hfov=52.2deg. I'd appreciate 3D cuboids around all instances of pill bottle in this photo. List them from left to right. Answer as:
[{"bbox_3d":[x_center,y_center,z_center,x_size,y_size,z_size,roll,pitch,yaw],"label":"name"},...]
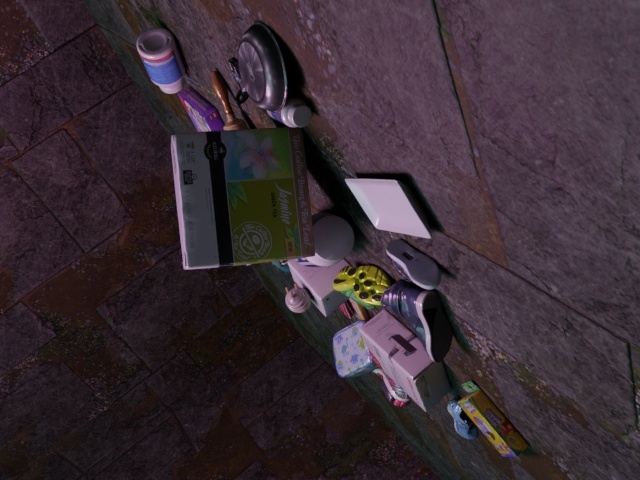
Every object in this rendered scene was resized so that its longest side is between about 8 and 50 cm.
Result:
[{"bbox_3d":[-0.521,-0.588,2.169,0.124,0.124,0.221,48,166,19],"label":"pill bottle"},{"bbox_3d":[-0.070,-0.297,1.492,0.120,0.067,0.067,37,160,51],"label":"pill bottle"},{"bbox_3d":[0.000,0.000,1.863,0.153,0.153,0.264,54,167,-7],"label":"pill bottle"}]

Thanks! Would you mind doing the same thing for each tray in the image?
[{"bbox_3d":[0.147,-0.080,1.401,0.145,0.030,0.270,57,167,-16],"label":"tray"}]

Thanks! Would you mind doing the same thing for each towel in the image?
[{"bbox_3d":[0.025,0.149,2.399,0.275,0.031,0.199,45,164,51],"label":"towel"}]

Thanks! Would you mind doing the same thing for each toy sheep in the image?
[{"bbox_3d":[-0.073,0.189,2.107,0.091,0.091,0.132,46,-176,28],"label":"toy sheep"}]

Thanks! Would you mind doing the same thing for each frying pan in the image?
[{"bbox_3d":[-0.163,-0.391,1.488,0.326,0.053,0.197,26,131,56],"label":"frying pan"}]

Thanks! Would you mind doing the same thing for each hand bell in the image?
[{"bbox_3d":[-0.277,-0.388,1.958,0.126,0.126,0.242,26,140,63],"label":"hand bell"}]

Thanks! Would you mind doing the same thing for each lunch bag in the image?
[{"bbox_3d":[0.136,0.380,2.304,0.219,0.090,0.176,-38,56,48],"label":"lunch bag"}]

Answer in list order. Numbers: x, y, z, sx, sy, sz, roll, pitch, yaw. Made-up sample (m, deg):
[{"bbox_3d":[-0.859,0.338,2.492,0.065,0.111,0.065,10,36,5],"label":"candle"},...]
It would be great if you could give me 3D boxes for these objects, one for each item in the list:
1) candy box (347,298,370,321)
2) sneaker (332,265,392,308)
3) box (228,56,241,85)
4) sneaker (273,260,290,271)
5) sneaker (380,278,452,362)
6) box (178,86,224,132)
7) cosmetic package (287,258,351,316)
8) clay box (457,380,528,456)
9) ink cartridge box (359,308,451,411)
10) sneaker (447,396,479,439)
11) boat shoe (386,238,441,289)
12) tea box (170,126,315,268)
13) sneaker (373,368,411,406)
[{"bbox_3d":[0.120,0.218,2.327,0.105,0.027,0.206,37,161,45],"label":"candy box"},{"bbox_3d":[0.144,0.138,1.906,0.123,0.109,0.295,32,173,-21],"label":"sneaker"},{"bbox_3d":[-0.209,-0.434,1.723,0.067,0.018,0.083,45,166,28],"label":"box"},{"bbox_3d":[-0.172,0.020,2.639,0.302,0.108,0.121,61,169,-28],"label":"sneaker"},{"bbox_3d":[0.242,0.196,1.657,0.163,0.086,0.226,21,138,48],"label":"sneaker"},{"bbox_3d":[-0.399,-0.402,2.402,0.201,0.057,0.293,42,164,37],"label":"box"},{"bbox_3d":[0.012,0.119,2.149,0.184,0.151,0.151,48,166,25],"label":"cosmetic package"},{"bbox_3d":[0.461,0.492,1.800,0.222,0.053,0.127,49,167,13],"label":"clay box"},{"bbox_3d":[0.264,0.372,2.032,0.273,0.114,0.197,41,162,45],"label":"ink cartridge box"},{"bbox_3d":[0.449,0.561,2.015,0.162,0.063,0.073,57,163,-23],"label":"sneaker"},{"bbox_3d":[0.221,0.070,1.487,0.183,0.065,0.083,48,170,50],"label":"boat shoe"},{"bbox_3d":[-0.202,-0.102,1.666,0.220,0.323,0.329,167,97,-76],"label":"tea box"},{"bbox_3d":[0.252,0.438,2.316,0.299,0.121,0.112,55,136,38],"label":"sneaker"}]
